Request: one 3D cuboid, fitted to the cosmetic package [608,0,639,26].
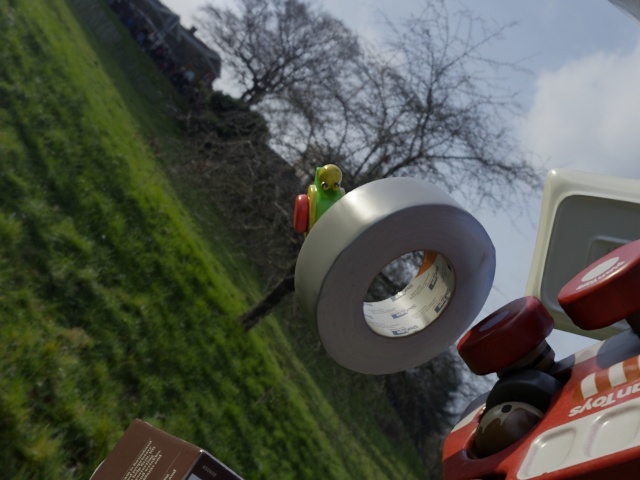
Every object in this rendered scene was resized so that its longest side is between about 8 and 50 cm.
[{"bbox_3d":[0.269,-0.234,0.345,0.138,0.224,0.224,31,28,-46],"label":"cosmetic package"}]

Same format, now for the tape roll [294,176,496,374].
[{"bbox_3d":[0.084,0.043,0.678,0.219,0.219,0.072,47,4,-37],"label":"tape roll"}]

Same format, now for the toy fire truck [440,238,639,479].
[{"bbox_3d":[0.217,0.147,0.517,0.253,0.302,0.169,-28,82,-50],"label":"toy fire truck"}]

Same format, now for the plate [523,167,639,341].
[{"bbox_3d":[0.474,0.035,0.976,0.277,0.278,0.045,15,10,37],"label":"plate"}]

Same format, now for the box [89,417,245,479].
[{"bbox_3d":[-0.182,0.350,0.745,0.203,0.169,0.167,-4,-44,52],"label":"box"}]

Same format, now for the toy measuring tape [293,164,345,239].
[{"bbox_3d":[0.000,0.000,1.138,0.121,0.121,0.330,40,-38,26],"label":"toy measuring tape"}]
